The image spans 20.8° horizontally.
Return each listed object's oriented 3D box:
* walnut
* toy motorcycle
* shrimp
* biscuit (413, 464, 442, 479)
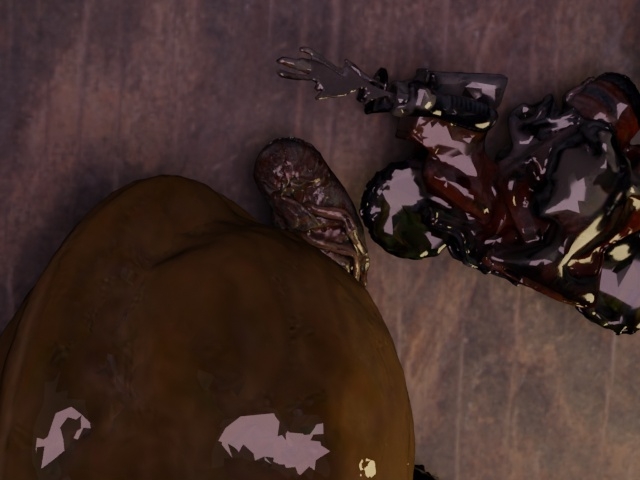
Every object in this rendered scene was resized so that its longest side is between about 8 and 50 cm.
[{"bbox_3d":[-0.098,0.164,1.305,0.384,0.383,0.383,-2,100,-12],"label":"walnut"},{"bbox_3d":[0.133,-0.068,1.421,0.401,0.134,0.207,18,95,-16],"label":"toy motorcycle"},{"bbox_3d":[0.001,-0.001,1.432,0.073,0.075,0.190,-27,123,-1],"label":"shrimp"},{"bbox_3d":[0.047,0.279,1.504,0.195,0.053,0.194,-2,100,-12],"label":"biscuit"}]
